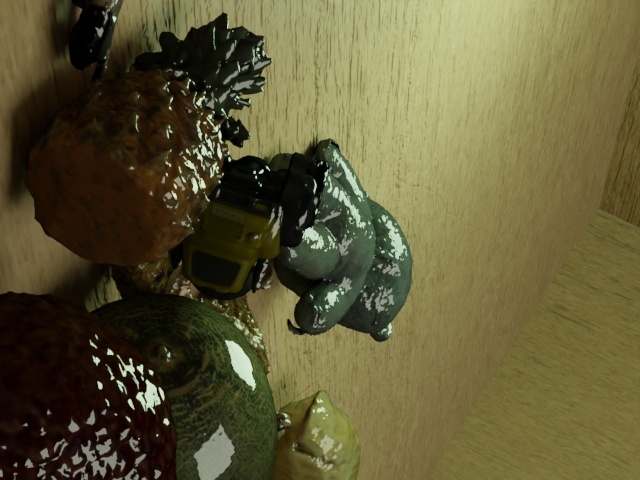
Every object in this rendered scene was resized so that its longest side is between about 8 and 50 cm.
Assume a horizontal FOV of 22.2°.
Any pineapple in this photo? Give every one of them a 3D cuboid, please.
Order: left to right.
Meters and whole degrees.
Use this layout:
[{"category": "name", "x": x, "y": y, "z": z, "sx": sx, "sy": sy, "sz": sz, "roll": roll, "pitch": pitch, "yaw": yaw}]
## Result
[{"category": "pineapple", "x": -0.131, "y": -0.107, "z": 1.403, "sx": 0.158, "sy": 0.157, "sz": 0.279, "roll": 100, "pitch": 16, "yaw": -45}]

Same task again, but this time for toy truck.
[{"category": "toy truck", "x": -0.085, "y": -0.011, "z": 1.572, "sx": 0.224, "sy": 0.147, "sz": 0.165, "roll": -75, "pitch": -178, "yaw": -80}]

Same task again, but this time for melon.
[{"category": "melon", "x": -0.164, "y": 0.197, "z": 1.582, "sx": 0.248, "sy": 0.248, "sz": 0.329, "roll": -51, "pitch": 160, "yaw": -36}]

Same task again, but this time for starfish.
[{"category": "starfish", "x": -0.089, "y": 0.156, "z": 1.821, "sx": 0.303, "sy": 0.113, "sz": 0.312, "roll": -96, "pitch": 174, "yaw": -69}]

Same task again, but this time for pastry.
[{"category": "pastry", "x": -0.175, "y": 0.000, "z": 1.572, "sx": 0.080, "sy": 0.056, "sz": 0.140, "roll": -56, "pitch": 160, "yaw": -23}]

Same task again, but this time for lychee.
[{"category": "lychee", "x": -0.244, "y": 0.164, "z": 1.310, "sx": 0.261, "sy": 0.260, "sz": 0.261, "roll": -54, "pitch": 161, "yaw": -28}]

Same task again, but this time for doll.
[{"category": "doll", "x": -0.006, "y": 0.001, "z": 1.995, "sx": 0.340, "sy": 0.158, "sz": 0.246, "roll": 22, "pitch": 63, "yaw": -59}]

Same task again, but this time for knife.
[{"category": "knife", "x": -0.131, "y": -0.300, "z": 1.285, "sx": 0.365, "sy": 0.043, "sz": 0.089, "roll": -68, "pitch": -162, "yaw": 8}]

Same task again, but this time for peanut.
[{"category": "peanut", "x": -0.030, "y": 0.358, "z": 2.393, "sx": 0.174, "sy": 0.158, "sz": 0.340, "roll": -3, "pitch": 118, "yaw": -37}]
